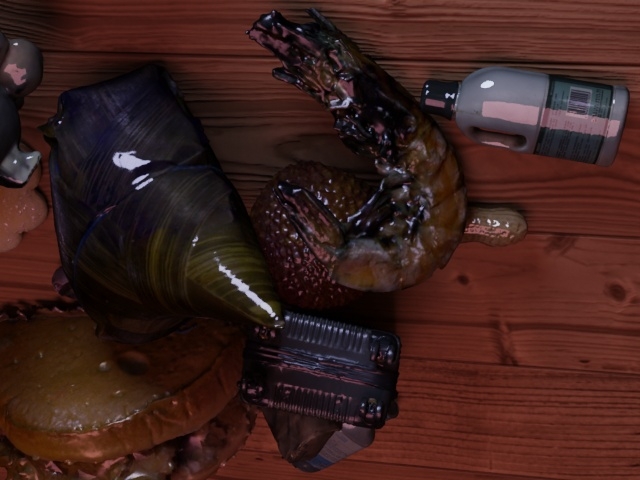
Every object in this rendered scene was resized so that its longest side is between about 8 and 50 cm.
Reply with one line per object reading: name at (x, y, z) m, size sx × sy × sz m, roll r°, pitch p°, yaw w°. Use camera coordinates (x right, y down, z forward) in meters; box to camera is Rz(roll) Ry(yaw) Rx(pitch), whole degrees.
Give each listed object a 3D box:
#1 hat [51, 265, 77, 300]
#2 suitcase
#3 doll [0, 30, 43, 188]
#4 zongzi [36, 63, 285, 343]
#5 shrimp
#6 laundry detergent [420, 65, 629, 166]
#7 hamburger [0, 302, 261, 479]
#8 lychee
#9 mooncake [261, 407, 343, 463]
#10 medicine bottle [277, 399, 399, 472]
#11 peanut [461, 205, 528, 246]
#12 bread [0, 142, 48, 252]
hat at (-0.342, 0.055, 1.659) m, size 0.087 × 0.042 × 0.058 m, roll -1°, pitch 146°, yaw -33°
suitcase at (0.005, 0.161, 1.504) m, size 0.202 × 0.128 × 0.312 m, roll 11°, pitch 175°, yaw 4°
doll at (-0.530, -0.114, 1.332) m, size 0.382 × 0.378 × 0.252 m, roll 10°, pitch 159°, yaw 29°
zongzi at (-0.166, 0.067, 1.391) m, size 0.208 × 0.432 × 0.403 m, roll -23°, pitch 143°, yaw -25°
shrimp at (0.032, -0.091, 1.308) m, size 0.365 × 0.233 × 0.071 m, roll 43°, pitch 159°, yaw -26°
laundry detergent at (0.224, -0.143, 1.305) m, size 0.226 × 0.070 × 0.099 m, roll 9°, pitch 137°, yaw 5°
hamburger at (-0.310, 0.269, 1.679) m, size 0.445 × 0.287 × 0.268 m, roll 0°, pitch 134°, yaw 17°
lychee at (0.000, 0.001, 1.428) m, size 0.194 × 0.194 × 0.194 m, roll 7°, pitch 133°, yaw 8°
mooncake at (-0.027, 0.251, 1.705) m, size 0.073 × 0.125 × 0.130 m, roll 1°, pitch 145°, yaw -36°
medicine bottle at (0.030, 0.286, 1.759) m, size 0.090 × 0.053 × 0.208 m, roll 42°, pitch 127°, yaw -21°
peanut at (0.200, -0.017, 1.442) m, size 0.113 × 0.054 × 0.054 m, roll 3°, pitch 132°, yaw 15°
bread at (-0.460, -0.076, 1.564) m, size 0.182 × 0.039 × 0.251 m, roll 10°, pitch 133°, yaw 6°
